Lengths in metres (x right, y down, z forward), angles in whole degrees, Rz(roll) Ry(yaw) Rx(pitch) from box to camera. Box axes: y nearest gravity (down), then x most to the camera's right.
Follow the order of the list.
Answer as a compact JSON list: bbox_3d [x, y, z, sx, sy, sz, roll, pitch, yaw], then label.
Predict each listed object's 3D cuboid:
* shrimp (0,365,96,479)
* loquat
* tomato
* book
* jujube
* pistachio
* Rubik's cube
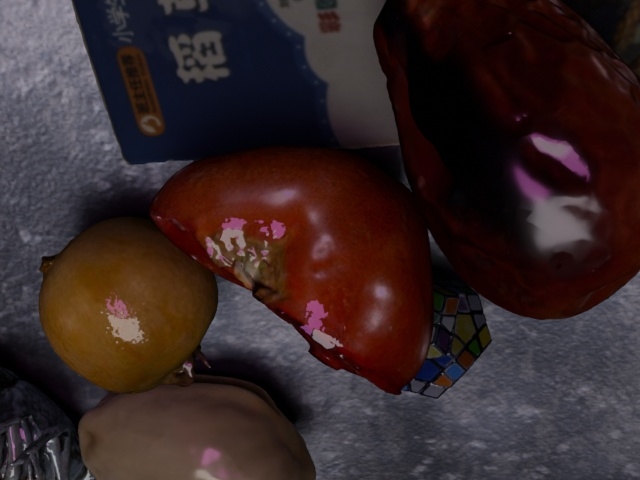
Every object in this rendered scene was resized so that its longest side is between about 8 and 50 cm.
[{"bbox_3d":[-0.291,0.223,0.969,0.221,0.166,0.410,-14,141,42],"label":"shrimp"},{"bbox_3d":[-0.156,0.054,0.826,0.163,0.137,0.163,5,121,9],"label":"loquat"},{"bbox_3d":[0.000,0.000,0.743,0.233,0.200,0.140,38,87,13],"label":"tomato"},{"bbox_3d":[0.034,-0.196,0.677,0.427,0.039,0.300,-4,127,10],"label":"book"},{"bbox_3d":[0.117,-0.068,0.623,0.168,0.168,0.236,-41,78,30],"label":"jujube"},{"bbox_3d":[-0.113,0.196,0.934,0.223,0.126,0.152,16,104,4],"label":"pistachio"},{"bbox_3d":[0.088,0.077,0.843,0.111,0.111,0.093,-18,149,19],"label":"Rubik's cube"}]
